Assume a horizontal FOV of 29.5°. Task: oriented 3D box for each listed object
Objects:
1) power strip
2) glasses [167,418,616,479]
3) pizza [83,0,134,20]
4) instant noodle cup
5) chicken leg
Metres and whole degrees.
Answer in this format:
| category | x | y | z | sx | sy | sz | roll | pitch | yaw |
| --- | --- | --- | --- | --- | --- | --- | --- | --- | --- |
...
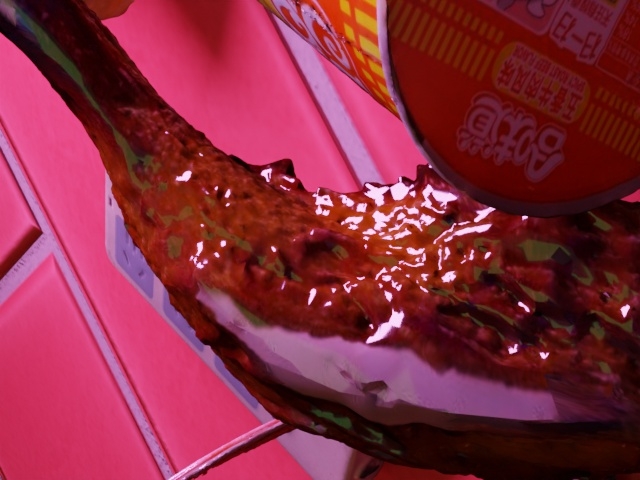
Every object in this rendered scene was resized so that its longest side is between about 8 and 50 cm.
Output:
| category | x | y | z | sx | sy | sz | roll | pitch | yaw |
| --- | --- | --- | --- | --- | --- | --- | --- | --- | --- |
| power strip | -0.044 | 0.036 | 0.721 | 0.270 | 0.046 | 0.118 | 42 | 139 | 29 |
| glasses | 0.031 | 0.168 | 0.510 | 0.234 | 0.268 | 0.118 | 61 | 154 | 23 |
| pizza | -0.195 | -0.311 | 0.653 | 0.278 | 0.114 | 0.408 | -11 | 100 | 54 |
| instant noodle cup | 0.034 | -0.137 | 0.415 | 0.212 | 0.193 | 0.193 | 38 | 137 | 45 |
| chicken leg | 0.000 | 0.000 | 0.482 | 0.407 | 0.096 | 0.158 | 31 | 121 | 11 |
